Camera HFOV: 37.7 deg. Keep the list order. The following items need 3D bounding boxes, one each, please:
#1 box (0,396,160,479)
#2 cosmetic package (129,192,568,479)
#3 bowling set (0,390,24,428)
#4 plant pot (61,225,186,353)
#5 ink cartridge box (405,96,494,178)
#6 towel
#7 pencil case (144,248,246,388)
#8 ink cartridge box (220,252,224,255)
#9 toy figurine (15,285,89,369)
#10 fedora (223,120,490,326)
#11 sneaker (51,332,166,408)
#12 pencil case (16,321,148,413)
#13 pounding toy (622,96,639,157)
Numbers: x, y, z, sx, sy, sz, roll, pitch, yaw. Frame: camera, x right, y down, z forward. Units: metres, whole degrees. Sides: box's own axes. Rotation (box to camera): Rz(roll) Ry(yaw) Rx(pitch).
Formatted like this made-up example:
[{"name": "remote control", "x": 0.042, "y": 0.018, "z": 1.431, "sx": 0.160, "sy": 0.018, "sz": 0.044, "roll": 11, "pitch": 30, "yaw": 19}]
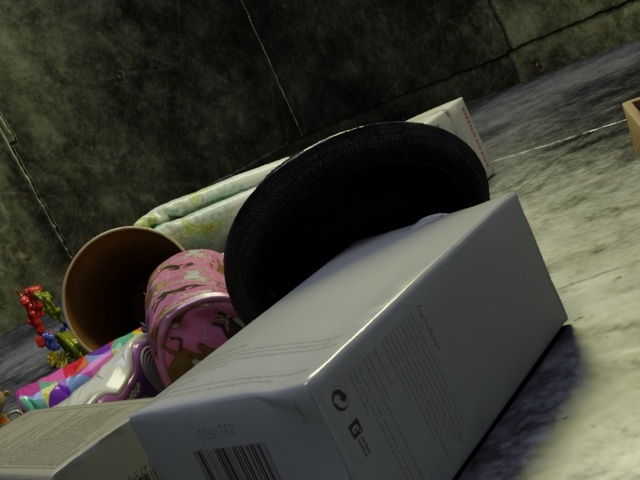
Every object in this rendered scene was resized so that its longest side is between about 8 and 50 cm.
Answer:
[{"name": "box", "x": -0.266, "y": 0.254, "z": 0.973, "sx": 0.148, "sy": 0.121, "sz": 0.311, "roll": -33, "pitch": 12, "yaw": -40}, {"name": "cosmetic package", "x": 0.046, "y": 0.111, "z": 0.852, "sx": 0.217, "sy": 0.156, "sz": 0.385, "roll": -17, "pitch": 11, "yaw": 41}, {"name": "bowling set", "x": -0.536, "y": 0.311, "z": 1.272, "sx": 0.287, "sy": 0.154, "sz": 0.200, "roll": -29, "pitch": 9, "yaw": -19}, {"name": "plant pot", "x": -0.315, "y": 0.107, "z": 1.707, "sx": 0.237, "sy": 0.237, "sz": 0.254, "roll": -26, "pitch": -7, "yaw": -1}, {"name": "ink cartridge box", "x": 0.202, "y": -0.149, "z": 1.839, "sx": 0.168, "sy": 0.171, "sz": 0.233, "roll": -19, "pitch": 11, "yaw": 37}, {"name": "towel", "x": -0.203, "y": -0.014, "z": 1.921, "sx": 0.375, "sy": 0.090, "sz": 0.320, "roll": -24, "pitch": -24, "yaw": -18}, {"name": "pencil case", "x": -0.155, "y": 0.114, "z": 1.293, "sx": 0.167, "sy": 0.160, "sz": 0.386, "roll": -13, "pitch": 10, "yaw": -8}, {"name": "ink cartridge box", "x": -0.068, "y": 0.043, "z": 1.655, "sx": 0.273, "sy": 0.114, "sz": 0.197, "roll": -28, "pitch": 10, "yaw": -6}, {"name": "toy figurine", "x": -0.492, "y": 0.149, "z": 2.014, "sx": 0.217, "sy": 0.191, "sz": 0.363, "roll": -25, "pitch": 9, "yaw": -26}, {"name": "fedora", "x": 0.029, "y": -0.025, "z": 1.120, "sx": 0.334, "sy": 0.334, "sz": 0.152, "roll": -27, "pitch": 39, "yaw": -9}, {"name": "sneaker", "x": -0.301, "y": 0.220, "z": 1.280, "sx": 0.152, "sy": 0.114, "sz": 0.305, "roll": -21, "pitch": 10, "yaw": 22}, {"name": "pencil case", "x": -0.353, "y": 0.223, "z": 1.472, "sx": 0.236, "sy": 0.104, "sz": 0.104, "roll": -28, "pitch": 9, "yaw": -7}, {"name": "pounding toy", "x": 0.521, "y": -0.146, "z": 1.244, "sx": 0.181, "sy": 0.094, "sz": 0.206, "roll": -18, "pitch": 20, "yaw": 13}]
